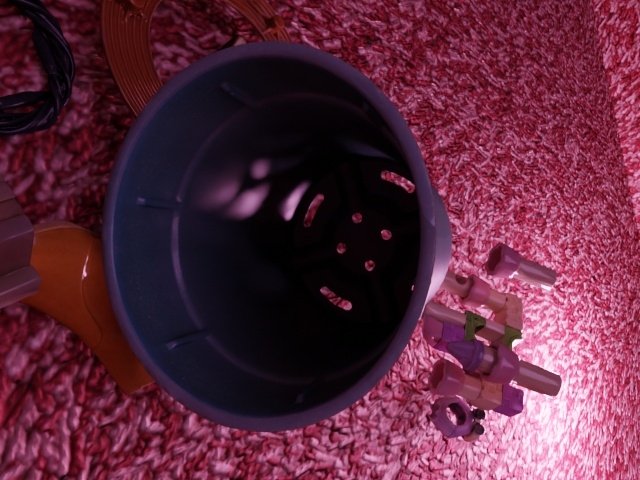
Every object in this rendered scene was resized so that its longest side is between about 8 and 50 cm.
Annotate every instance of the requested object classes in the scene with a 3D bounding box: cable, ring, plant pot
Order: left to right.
[{"bbox_3d":[-0.349,-0.213,0.564,0.150,0.047,0.184,34,57,-39],"label":"cable"},{"bbox_3d":[-0.128,-0.240,0.683,0.336,0.032,0.336,15,69,-44],"label":"ring"},{"bbox_3d":[0.000,0.000,0.589,0.334,0.341,0.341,4,79,-65],"label":"plant pot"}]

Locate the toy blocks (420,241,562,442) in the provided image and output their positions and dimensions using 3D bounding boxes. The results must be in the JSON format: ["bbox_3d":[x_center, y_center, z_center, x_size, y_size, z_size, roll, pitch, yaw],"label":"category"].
[{"bbox_3d":[0.254,0.181,0.965,0.260,0.309,0.288,21,51,-3],"label":"toy blocks"}]

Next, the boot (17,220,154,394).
[{"bbox_3d":[-0.260,0.080,0.560,0.295,0.104,0.211,-24,99,-46],"label":"boot"}]

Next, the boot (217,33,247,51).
[{"bbox_3d":[-0.117,-0.182,0.757,0.165,0.077,0.213,41,57,-32],"label":"boot"}]

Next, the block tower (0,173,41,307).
[{"bbox_3d":[-0.362,-0.090,0.422,0.091,0.097,0.335,-30,81,-42],"label":"block tower"}]
